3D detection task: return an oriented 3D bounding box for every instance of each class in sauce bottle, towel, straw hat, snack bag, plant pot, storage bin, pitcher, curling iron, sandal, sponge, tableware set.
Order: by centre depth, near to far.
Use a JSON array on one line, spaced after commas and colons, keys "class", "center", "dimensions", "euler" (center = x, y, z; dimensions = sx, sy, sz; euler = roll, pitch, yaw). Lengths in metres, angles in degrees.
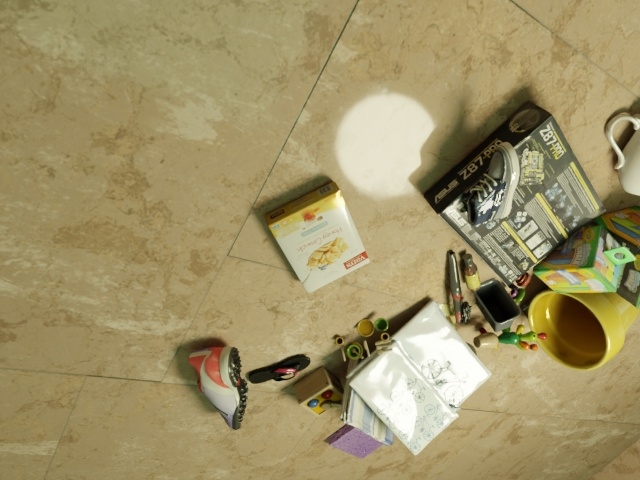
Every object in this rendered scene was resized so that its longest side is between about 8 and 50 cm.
[{"class": "pitcher", "center": [0.795, -0.220, 1.203], "dimensions": [0.178, 0.125, 0.207], "euler": [-3, 119, 7]}, {"class": "sauce bottle", "center": [0.415, 0.087, 1.330], "dimensions": [0.042, 0.042, 0.128], "euler": [-27, 133, 0]}, {"class": "tableware set", "center": [0.119, 0.272, 1.333], "dimensions": [0.154, 0.104, 0.024], "euler": [-15, 172, 15]}, {"class": "sandal", "center": [-0.110, 0.372, 1.348], "dimensions": [0.179, 0.040, 0.067], "euler": [-17, 130, -8]}, {"class": "curling iron", "center": [0.385, 0.137, 1.359], "dimensions": [0.068, 0.035, 0.274], "euler": [-53, 134, -35]}, {"class": "snack bag", "center": [0.296, 0.392, 1.375], "dimensions": [0.342, 0.037, 0.323], "euler": [-41, 101, -5]}, {"class": "storage bin", "center": [0.513, 0.193, 1.400], "dimensions": [0.098, 0.135, 0.091], "euler": [-23, 142, -4]}, {"class": "straw hat", "center": [0.363, 0.257, 1.429], "dimensions": [0.144, 0.061, 0.144], "euler": [-11, 130, -13]}, {"class": "plant pot", "center": [0.802, 0.222, 1.438], "dimensions": [0.239, 0.254, 0.254], "euler": [-21, 133, -26]}, {"class": "towel", "center": [0.154, 0.480, 1.449], "dimensions": [0.034, 0.209, 0.285], "euler": [-11, 141, 34]}, {"class": "sponge", "center": [0.132, 0.709, 1.709], "dimensions": [0.117, 0.031, 0.210], "euler": [-41, 130, 12]}]

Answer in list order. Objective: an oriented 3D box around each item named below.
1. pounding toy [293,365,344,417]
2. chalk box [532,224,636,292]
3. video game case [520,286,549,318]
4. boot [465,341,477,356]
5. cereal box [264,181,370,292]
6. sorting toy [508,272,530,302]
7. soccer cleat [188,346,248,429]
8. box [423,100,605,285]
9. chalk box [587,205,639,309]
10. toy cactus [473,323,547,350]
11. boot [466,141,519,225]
[{"class": "pounding toy", "center": [0.019, 0.461, 1.428], "dimensions": [0.130, 0.100, 0.141], "euler": [-34, 131, 7]}, {"class": "chalk box", "center": [0.702, 0.054, 1.271], "dimensions": [0.132, 0.213, 0.132], "euler": [36, 67, -24]}, {"class": "video game case", "center": [0.797, 0.185, 1.566], "dimensions": [0.274, 0.026, 0.196], "euler": [-37, 130, 10]}, {"class": "boot", "center": [0.317, 0.360, 1.459], "dimensions": [0.305, 0.112, 0.115], "euler": [-7, 170, -8]}, {"class": "cereal box", "center": [0.000, 0.000, 1.099], "dimensions": [0.173, 0.047, 0.240], "euler": [-27, 131, 1]}, {"class": "sorting toy", "center": [0.574, 0.132, 1.417], "dimensions": [0.042, 0.061, 0.102], "euler": [31, 74, -7]}, {"class": "soccer cleat", "center": [-0.264, 0.392, 1.279], "dimensions": [0.116, 0.108, 0.318], "euler": [3, 131, 4]}, {"class": "box", "center": [0.486, -0.091, 1.186], "dimensions": [0.318, 0.097, 0.395], "euler": [-42, 128, 16]}, {"class": "chalk box", "center": [0.895, 0.056, 1.316], "dimensions": [0.179, 0.289, 0.180], "euler": [-14, 122, -11]}, {"class": "toy cactus", "center": [0.546, 0.288, 1.457], "dimensions": [0.180, 0.219, 0.112], "euler": [-2, 89, -23]}, {"class": "boot", "center": [0.360, -0.112, 1.021], "dimensions": [0.086, 0.069, 0.190], "euler": [-19, 130, -8]}]
